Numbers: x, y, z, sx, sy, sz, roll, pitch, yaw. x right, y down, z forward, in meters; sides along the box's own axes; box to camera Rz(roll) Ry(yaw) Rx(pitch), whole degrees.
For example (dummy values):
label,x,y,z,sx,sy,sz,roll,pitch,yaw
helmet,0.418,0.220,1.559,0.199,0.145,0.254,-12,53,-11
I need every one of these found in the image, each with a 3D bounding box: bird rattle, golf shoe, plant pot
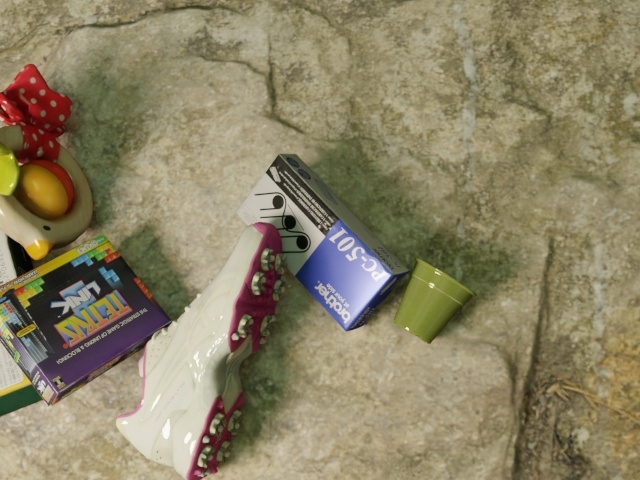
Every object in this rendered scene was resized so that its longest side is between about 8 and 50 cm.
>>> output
label,x,y,z,sx,sy,sz,roll,pitch,yaw
bird rattle,-0.368,-0.083,1.204,0.143,0.253,0.207,-31,105,20
golf shoe,-0.138,0.113,1.125,0.140,0.115,0.306,16,78,21
plant pot,0.125,0.074,1.137,0.083,0.083,0.079,32,90,16

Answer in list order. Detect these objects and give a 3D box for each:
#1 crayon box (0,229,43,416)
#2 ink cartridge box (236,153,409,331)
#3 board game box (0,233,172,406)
label,x,y,z,sx,sy,sz,roll,pitch,yaw
crayon box,-0.491,0.141,1.176,0.323,0.083,0.203,-22,69,-2
ink cartridge box,0.000,0.000,1.166,0.207,0.046,0.097,46,115,19
board game box,-0.282,0.088,1.134,0.141,0.048,0.170,49,50,9
